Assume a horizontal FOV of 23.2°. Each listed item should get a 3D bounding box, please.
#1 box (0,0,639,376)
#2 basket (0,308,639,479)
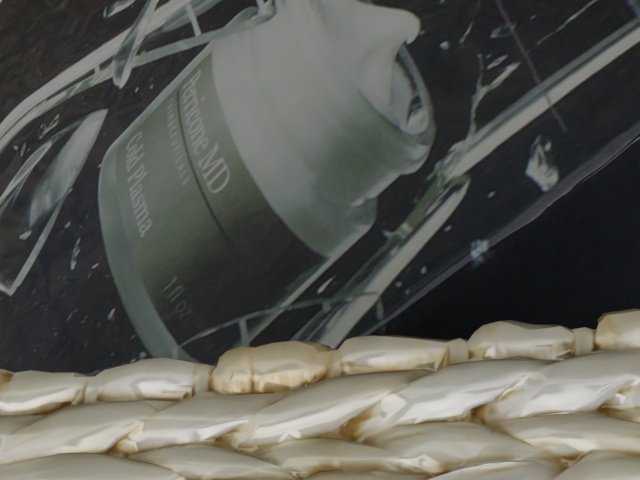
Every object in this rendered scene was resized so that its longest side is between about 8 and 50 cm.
[{"bbox_3d":[0.000,0.000,0.852,0.472,0.480,0.297,-38,130,18],"label":"box"},{"bbox_3d":[0.039,0.209,0.459,0.328,0.266,0.331,-6,150,4],"label":"basket"}]
